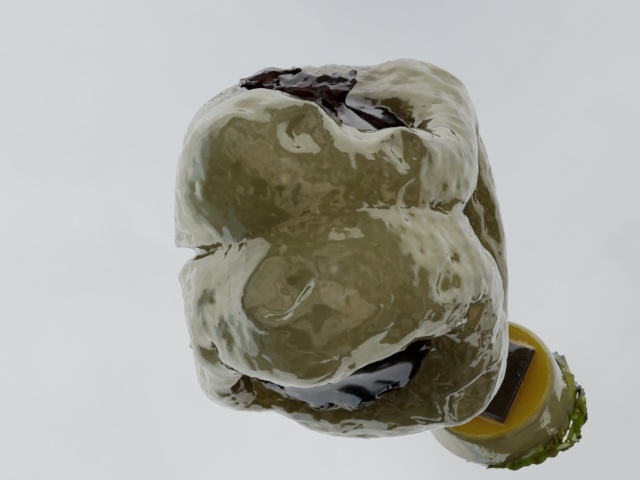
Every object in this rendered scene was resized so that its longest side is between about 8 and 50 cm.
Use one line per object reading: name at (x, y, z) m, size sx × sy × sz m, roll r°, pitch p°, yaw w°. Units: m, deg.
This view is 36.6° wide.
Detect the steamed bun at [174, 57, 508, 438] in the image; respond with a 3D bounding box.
steamed bun at (0.000, 0.000, 0.385) m, size 0.140 × 0.155 × 0.172 m, roll -7°, pitch -95°, yaw 13°

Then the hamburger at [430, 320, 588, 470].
hamburger at (0.155, 0.133, 0.823) m, size 0.141 × 0.126 × 0.081 m, roll -1°, pitch -33°, yaw 22°
